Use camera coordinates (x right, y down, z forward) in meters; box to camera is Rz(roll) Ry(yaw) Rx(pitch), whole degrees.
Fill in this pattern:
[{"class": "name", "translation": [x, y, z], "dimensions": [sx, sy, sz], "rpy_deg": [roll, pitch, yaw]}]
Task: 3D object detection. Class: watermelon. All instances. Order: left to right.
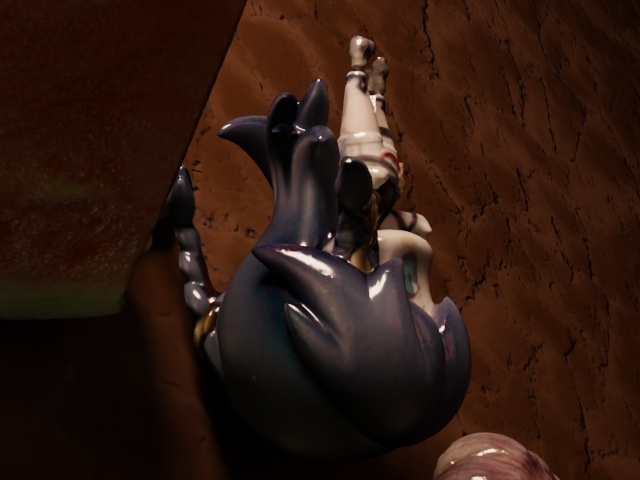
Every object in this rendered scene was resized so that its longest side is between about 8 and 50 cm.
[{"class": "watermelon", "translation": [-0.173, -0.072, 0.580], "dimensions": [0.283, 0.292, 0.250], "rpy_deg": [42, 64, -23]}]

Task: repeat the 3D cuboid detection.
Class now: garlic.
[{"class": "garlic", "translation": [0.145, 0.218, 0.852], "dimensions": [0.147, 0.102, 0.159], "rpy_deg": [37, 36, -25]}]

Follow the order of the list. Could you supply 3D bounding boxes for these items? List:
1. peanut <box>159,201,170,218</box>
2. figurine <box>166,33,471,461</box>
[{"class": "peanut", "translation": [-0.121, -0.028, 0.786], "dimensions": [0.083, 0.037, 0.037], "rpy_deg": [-12, 71, -61]}, {"class": "figurine", "translation": [0.005, 0.015, 0.762], "dimensions": [0.175, 0.197, 0.265], "rpy_deg": [18, 45, -45]}]
